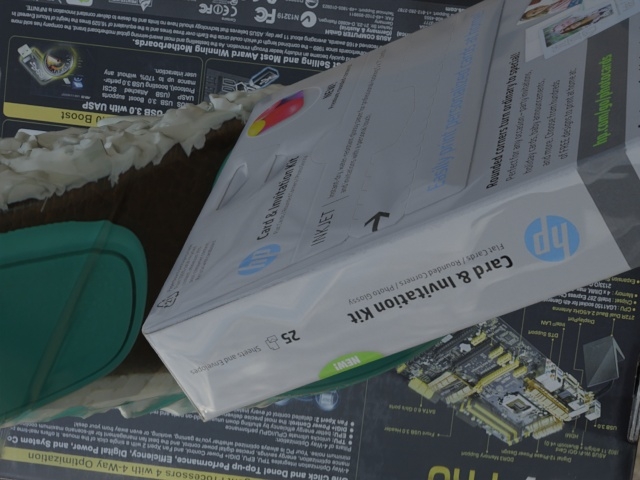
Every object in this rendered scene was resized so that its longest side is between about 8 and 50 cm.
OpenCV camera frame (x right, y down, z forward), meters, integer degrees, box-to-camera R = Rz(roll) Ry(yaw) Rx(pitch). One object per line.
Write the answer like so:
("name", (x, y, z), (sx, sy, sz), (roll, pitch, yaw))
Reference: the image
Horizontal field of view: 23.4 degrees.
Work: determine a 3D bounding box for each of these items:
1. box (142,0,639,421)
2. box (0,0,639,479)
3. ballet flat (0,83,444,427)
("box", (0.051, -0.030, 0.443), (0.038, 0.186, 0.145), (59, -155, -22))
("box", (0.000, 0.000, 0.903), (0.097, 0.395, 0.318), (-65, -19, -83))
("ballet flat", (-0.092, -0.004, 0.608), (0.147, 0.409, 0.147), (5, 98, 41))
